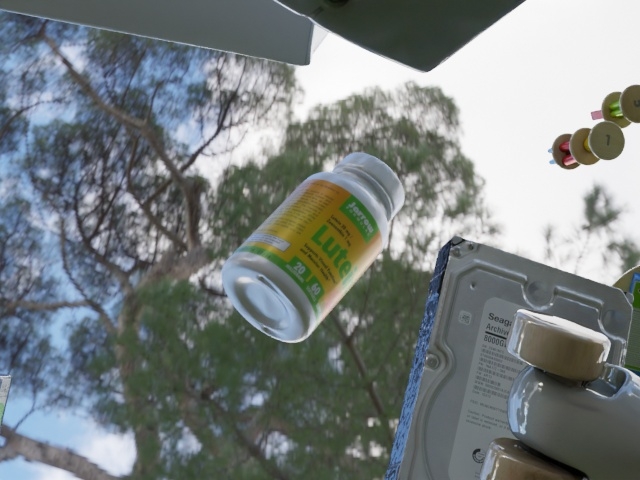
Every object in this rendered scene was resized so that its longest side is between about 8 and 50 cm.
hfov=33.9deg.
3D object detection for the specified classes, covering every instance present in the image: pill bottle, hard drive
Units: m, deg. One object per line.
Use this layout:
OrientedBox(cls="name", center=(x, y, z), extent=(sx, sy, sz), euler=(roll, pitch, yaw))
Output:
OrientedBox(cls="pill bottle", center=(0.000, 0.000, 1.327), extent=(0.136, 0.246, 0.136), euler=(28, -34, 22))
OrientedBox(cls="hard drive", center=(0.214, 0.186, 1.182), extent=(0.237, 0.064, 0.339), euler=(19, -112, -7))

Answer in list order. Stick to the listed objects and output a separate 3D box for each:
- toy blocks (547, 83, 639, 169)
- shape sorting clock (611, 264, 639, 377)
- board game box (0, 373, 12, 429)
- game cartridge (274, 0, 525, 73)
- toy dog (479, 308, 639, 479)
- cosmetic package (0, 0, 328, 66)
OrientedBox(cls="toy blocks", center=(0.375, -0.151, 1.438), extent=(0.054, 0.148, 0.123), euler=(44, -103, -9))
OrientedBox(cls="shape sorting clock", center=(0.481, 0.128, 1.442), extent=(0.206, 0.040, 0.206), euler=(0, -87, 4))
OrientedBox(cls="board game box", center=(-0.221, 0.059, 0.424), extent=(0.136, 0.201, 0.035), euler=(11, -97, 0))
OrientedBox(cls="game cartridge", center=(-0.001, -0.195, 0.373), extent=(0.196, 0.060, 0.294), euler=(-37, -53, 22))
OrientedBox(cls="toy dog", center=(0.291, 0.173, 0.878), extent=(0.333, 0.161, 0.220), euler=(37, -74, 10))
OrientedBox(cls="cosmetic package", center=(-0.161, -0.213, 0.658), extent=(0.377, 0.284, 0.097), euler=(11, -65, 4))
